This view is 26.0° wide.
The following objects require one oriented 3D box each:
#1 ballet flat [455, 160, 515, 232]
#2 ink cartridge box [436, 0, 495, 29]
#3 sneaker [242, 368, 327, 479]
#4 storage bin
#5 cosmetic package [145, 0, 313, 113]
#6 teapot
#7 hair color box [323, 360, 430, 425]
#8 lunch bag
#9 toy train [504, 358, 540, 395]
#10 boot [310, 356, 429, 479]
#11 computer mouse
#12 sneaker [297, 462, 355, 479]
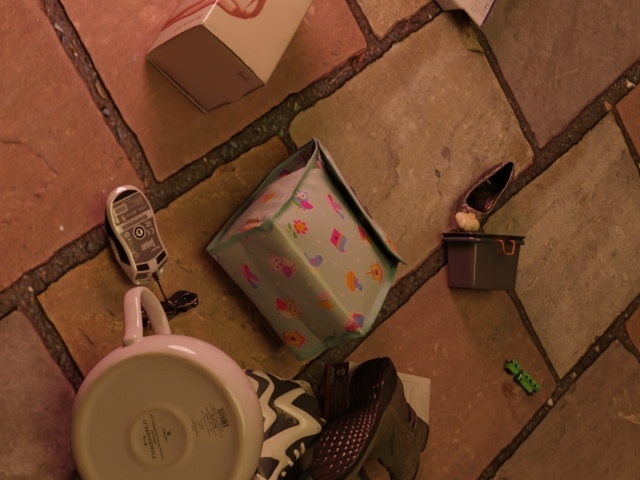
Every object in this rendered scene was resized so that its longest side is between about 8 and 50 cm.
[{"bbox_3d":[0.268,-0.075,2.268,0.057,0.049,0.173,34,50,3],"label":"ballet flat"},{"bbox_3d":[0.230,-0.503,2.347,0.224,0.045,0.223,46,54,-25],"label":"ink cartridge box"},{"bbox_3d":[-0.048,0.292,1.877,0.153,0.094,0.235,4,67,-32],"label":"sneaker"},{"bbox_3d":[0.267,0.035,2.226,0.135,0.098,0.091,2,89,-41],"label":"storage bin"},{"bbox_3d":[-0.102,-0.341,1.945,0.129,0.153,0.296,42,54,-25],"label":"cosmetic package"},{"bbox_3d":[-0.182,0.224,1.717,0.252,0.187,0.256,27,96,5],"label":"teapot"},{"bbox_3d":[0.084,0.237,2.037,0.167,0.053,0.093,17,71,-39],"label":"hair color box"},{"bbox_3d":[0.000,0.000,1.952,0.223,0.160,0.262,53,40,-15],"label":"lunch bag"},{"bbox_3d":[0.333,0.227,2.284,0.083,0.017,0.023,46,64,-24],"label":"toy train"},{"bbox_3d":[0.084,0.291,1.906,0.161,0.083,0.246,60,37,-24],"label":"boot"},{"bbox_3d":[-0.235,0.019,1.816,0.106,0.042,0.193,-29,105,-37],"label":"computer mouse"},{"bbox_3d":[0.106,0.433,1.947,0.366,0.135,0.150,43,41,-23],"label":"sneaker"}]
